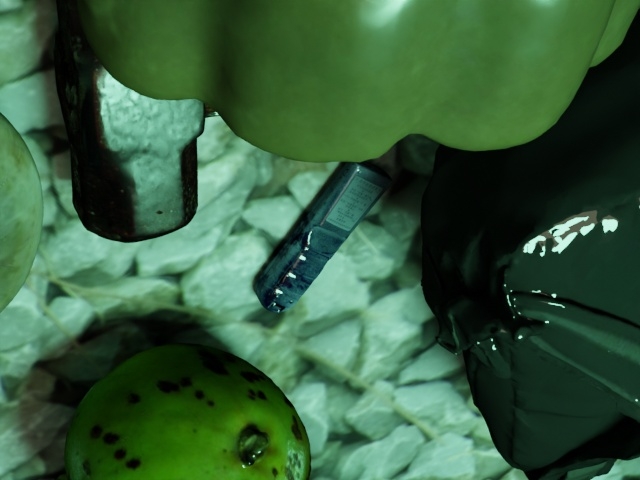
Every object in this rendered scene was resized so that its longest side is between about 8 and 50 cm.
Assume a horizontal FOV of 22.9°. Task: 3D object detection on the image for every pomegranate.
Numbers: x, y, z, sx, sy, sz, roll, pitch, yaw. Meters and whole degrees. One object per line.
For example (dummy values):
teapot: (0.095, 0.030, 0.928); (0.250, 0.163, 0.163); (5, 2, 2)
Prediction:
pomegranate: (-0.125, 0.195, 1.302); (0.211, 0.211, 0.263); (27, 145, -35)

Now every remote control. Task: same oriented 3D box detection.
remote control: (0.000, -0.001, 1.300); (0.043, 0.027, 0.152); (26, 111, -30)

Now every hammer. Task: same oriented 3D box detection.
hammer: (0.008, -0.137, 1.162); (0.409, 0.095, 0.242); (-9, 127, -18)

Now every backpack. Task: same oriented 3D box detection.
backpack: (0.257, 0.034, 1.277); (0.363, 0.254, 0.445); (-22, 144, -8)

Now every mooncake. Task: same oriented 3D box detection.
mooncake: (0.023, -0.213, 0.936); (0.379, 0.378, 0.200); (-11, 135, -14)

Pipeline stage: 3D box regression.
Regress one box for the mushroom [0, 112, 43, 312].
mushroom: (-0.299, 0.009, 1.058); (0.244, 0.243, 0.243); (-11, 128, -14)
